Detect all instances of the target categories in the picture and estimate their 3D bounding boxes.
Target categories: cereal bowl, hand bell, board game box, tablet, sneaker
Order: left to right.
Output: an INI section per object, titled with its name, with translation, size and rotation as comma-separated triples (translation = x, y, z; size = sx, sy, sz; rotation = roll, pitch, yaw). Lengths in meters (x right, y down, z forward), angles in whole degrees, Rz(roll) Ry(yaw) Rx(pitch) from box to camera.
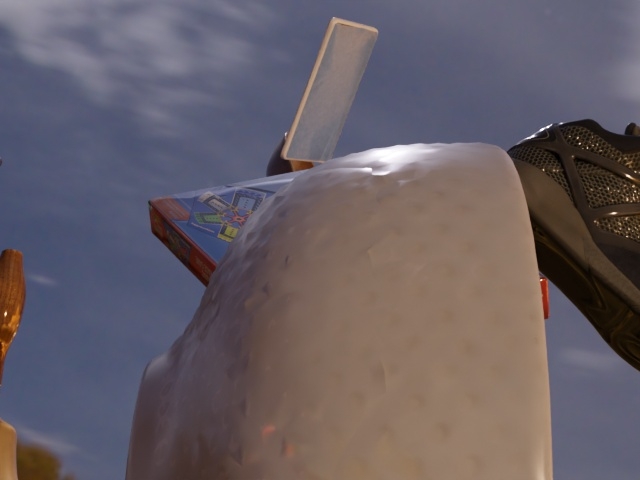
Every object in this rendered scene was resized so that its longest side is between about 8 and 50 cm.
[hand bell]
translation = -0.289, 0.121, 1.386
size = 0.126, 0.242, 0.126
rotation = 5, -21, 2
[cereal bowl]
translation = -0.002, 0.128, 0.634
size = 0.141, 0.339, 0.339
rotation = 3, -15, 0
[board game box]
translation = 0.004, 0.007, 0.937
size = 0.145, 0.027, 0.281
rotation = -10, 19, -18
[tablet]
translation = 0.005, -0.083, 0.903
size = 0.006, 0.083, 0.054
rotation = 27, 13, 27
[sneaker]
translation = 0.227, 0.003, 1.120
size = 0.227, 0.130, 0.087
rotation = 47, -20, 8

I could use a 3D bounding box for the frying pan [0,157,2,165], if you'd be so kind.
[frying pan]
translation = -0.347, -0.076, 1.485
size = 0.197, 0.053, 0.326
rotation = 32, 12, 31

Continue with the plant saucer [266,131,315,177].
[plant saucer]
translation = 0.000, 0.000, 1.196
size = 0.029, 0.168, 0.168
rotation = -24, -23, 7
